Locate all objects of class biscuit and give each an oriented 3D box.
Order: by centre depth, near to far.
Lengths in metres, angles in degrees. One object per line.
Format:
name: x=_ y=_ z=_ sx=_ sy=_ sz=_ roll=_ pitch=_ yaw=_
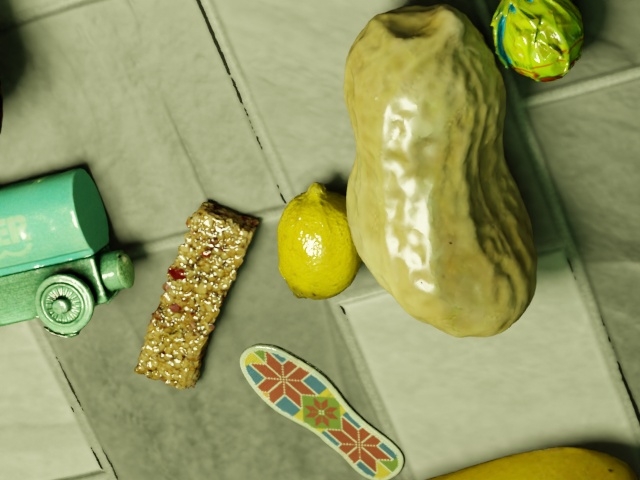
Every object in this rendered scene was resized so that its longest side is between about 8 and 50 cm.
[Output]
biscuit: x=-0.118 y=0.054 z=1.840 sx=0.064 sy=0.034 sz=0.199 roll=23 pitch=120 yaw=0

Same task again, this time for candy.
candy: x=0.164 y=-0.254 z=1.600 sx=0.077 sy=0.073 sz=0.262 roll=4 pitch=114 yaw=36

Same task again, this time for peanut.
peanut: x=0.089 y=-0.055 z=1.676 sx=0.159 sy=0.143 sz=0.291 roll=-4 pitch=112 yaw=24

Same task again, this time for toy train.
toy train: x=-0.299 y=0.018 z=1.831 sx=0.248 sy=0.101 sz=0.159 roll=-14 pitch=101 yaw=17

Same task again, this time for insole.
insole: x=0.002 y=0.165 z=1.891 sx=0.193 sy=0.006 sz=0.065 roll=42 pitch=119 yaw=-11

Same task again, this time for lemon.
lemon: x=0.000 y=0.000 z=1.758 sx=0.082 sy=0.082 sz=0.111 roll=9 pitch=113 yaw=8

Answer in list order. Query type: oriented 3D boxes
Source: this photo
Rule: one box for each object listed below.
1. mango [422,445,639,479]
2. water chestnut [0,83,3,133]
mango: x=0.155 y=0.323 z=1.857 sx=0.365 sy=0.182 sz=0.253 roll=-39 pitch=102 yaw=16
water chestnut: x=-0.385 y=-0.133 z=1.688 sx=0.223 sy=0.223 sz=0.238 roll=-24 pitch=143 yaw=23
